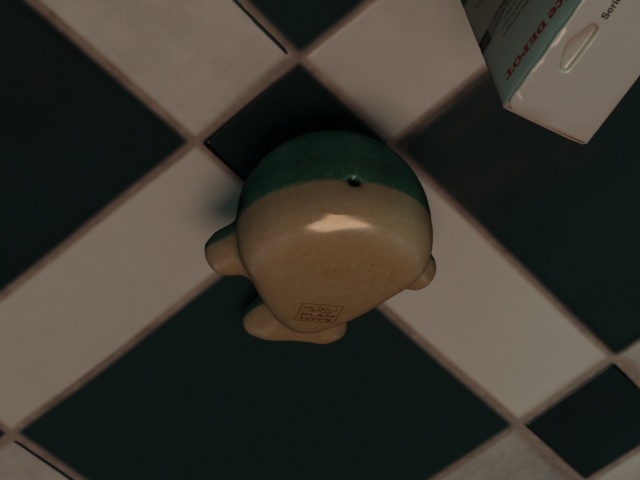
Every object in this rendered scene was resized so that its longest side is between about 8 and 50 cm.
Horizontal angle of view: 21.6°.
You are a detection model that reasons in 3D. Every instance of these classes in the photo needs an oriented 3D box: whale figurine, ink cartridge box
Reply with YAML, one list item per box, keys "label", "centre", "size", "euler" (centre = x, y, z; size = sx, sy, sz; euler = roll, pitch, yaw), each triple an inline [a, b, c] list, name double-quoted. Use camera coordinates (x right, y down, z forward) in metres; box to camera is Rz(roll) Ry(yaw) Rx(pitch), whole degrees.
- label: "whale figurine"
  centre: [0.000, 0.000, 1.544]
  size: [0.216, 0.141, 0.272]
  euler: [4, 150, -10]
- label: "ink cartridge box"
  centre: [0.199, -0.199, 1.352]
  size: [0.087, 0.208, 0.153]
  euler: [22, 121, -23]
